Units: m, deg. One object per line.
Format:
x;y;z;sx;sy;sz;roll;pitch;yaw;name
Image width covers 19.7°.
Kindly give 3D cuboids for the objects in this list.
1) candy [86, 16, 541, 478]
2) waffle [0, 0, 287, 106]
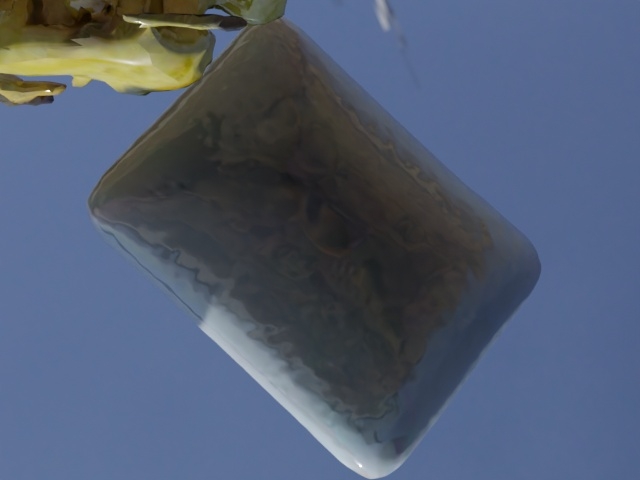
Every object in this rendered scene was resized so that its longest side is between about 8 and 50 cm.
0.000;0.000;0.789;0.138;0.174;0.071;-50;-173;-28;candy
-0.127;-0.154;0.629;0.262;0.280;0.060;-43;170;-10;waffle
